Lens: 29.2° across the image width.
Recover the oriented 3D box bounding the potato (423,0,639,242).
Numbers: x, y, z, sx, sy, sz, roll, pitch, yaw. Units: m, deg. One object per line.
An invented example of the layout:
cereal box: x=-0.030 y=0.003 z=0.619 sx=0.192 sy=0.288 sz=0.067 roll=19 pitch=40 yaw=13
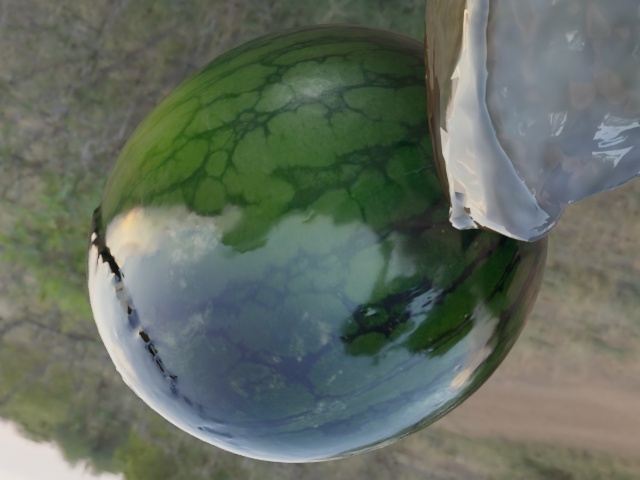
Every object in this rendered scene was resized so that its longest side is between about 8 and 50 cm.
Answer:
potato: x=0.116 y=-0.136 z=0.427 sx=0.264 sy=0.211 sz=0.189 roll=-20 pitch=-163 yaw=-15

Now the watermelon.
watermelon: x=0.000 y=0.000 z=0.954 sx=0.363 sy=0.363 sz=0.363 roll=19 pitch=170 yaw=3
